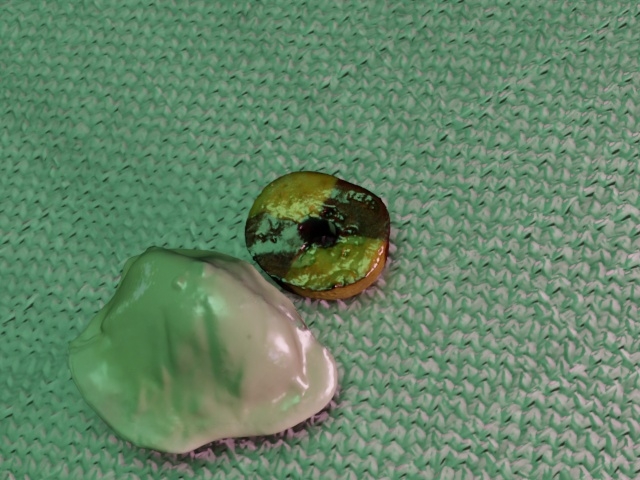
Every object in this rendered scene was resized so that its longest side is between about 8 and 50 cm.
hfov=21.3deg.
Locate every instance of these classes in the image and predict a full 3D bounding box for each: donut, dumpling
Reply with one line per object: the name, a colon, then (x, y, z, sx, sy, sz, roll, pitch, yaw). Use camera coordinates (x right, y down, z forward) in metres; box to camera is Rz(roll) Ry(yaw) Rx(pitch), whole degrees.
donut: (0.000, 0.000, 2.114, 0.184, 0.073, 0.166, 9, 62, 17)
dumpling: (-0.153, 0.134, 2.002, 0.318, 0.187, 0.243, 28, 66, 23)
